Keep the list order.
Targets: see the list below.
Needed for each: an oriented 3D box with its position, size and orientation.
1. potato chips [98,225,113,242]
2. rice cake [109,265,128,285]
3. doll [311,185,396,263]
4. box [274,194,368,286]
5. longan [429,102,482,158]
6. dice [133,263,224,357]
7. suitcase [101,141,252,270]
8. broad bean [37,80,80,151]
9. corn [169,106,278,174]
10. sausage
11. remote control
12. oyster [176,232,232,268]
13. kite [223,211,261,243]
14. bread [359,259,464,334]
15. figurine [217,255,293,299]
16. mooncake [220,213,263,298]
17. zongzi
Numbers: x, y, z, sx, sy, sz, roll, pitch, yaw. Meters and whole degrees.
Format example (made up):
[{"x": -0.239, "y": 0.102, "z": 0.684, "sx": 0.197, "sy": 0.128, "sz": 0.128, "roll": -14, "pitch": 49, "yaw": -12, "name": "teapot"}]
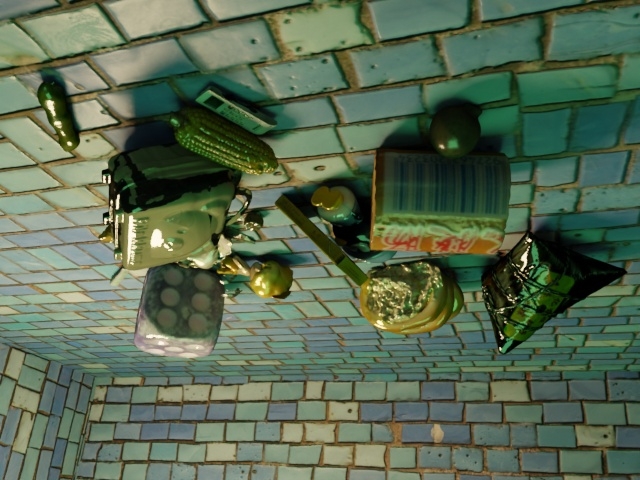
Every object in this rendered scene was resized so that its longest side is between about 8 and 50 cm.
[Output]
[{"x": -0.475, "y": -0.019, "z": 1.761, "sx": 0.407, "sy": 0.080, "sz": 0.057, "roll": 5, "pitch": 159, "yaw": 35, "name": "potato chips"}, {"x": -0.705, "y": 0.121, "z": 2.193, "sx": 0.033, "sy": 0.033, "sz": 0.208, "roll": 18, "pitch": 151, "yaw": -25, "name": "rice cake"}, {"x": 0.097, "y": -0.030, "z": 1.627, "sx": 0.177, "sy": 0.141, "sz": 0.314, "roll": 22, "pitch": 166, "yaw": 48, "name": "doll"}, {"x": 0.000, "y": 0.000, "z": 1.609, "sx": 0.041, "sy": 0.279, "sz": 0.153, "roll": -46, "pitch": 145, "yaw": -1, "name": "box"}, {"x": 0.275, "y": -0.225, "z": 1.250, "sx": 0.106, "sy": 0.106, "sz": 0.119, "roll": 29, "pitch": 106, "yaw": -42, "name": "longan"}, {"x": -0.488, "y": 0.246, "z": 2.148, "sx": 0.270, "sy": 0.270, "sz": 0.271, "roll": 11, "pitch": 154, "yaw": -17, "name": "dice"}, {"x": -0.325, "y": -0.079, "z": 1.467, "sx": 0.339, "sy": 0.194, "sz": 0.351, "roll": -14, "pitch": 158, "yaw": -26, "name": "suitcase"}, {"x": -0.561, "y": -0.259, "z": 1.345, "sx": 0.053, "sy": 0.052, "sz": 0.256, "roll": 46, "pitch": 158, "yaw": 8, "name": "broad bean"}, {"x": -0.205, "y": -0.209, "z": 1.331, "sx": 0.262, "sy": 0.097, "sz": 0.097, "roll": 24, "pitch": 148, "yaw": -32, "name": "corn"}, {"x": 0.257, "y": -0.087, "z": 1.381, "sx": 0.287, "sy": 0.233, "sz": 0.233, "roll": 1, "pitch": 155, "yaw": 2, "name": "sausage"}, {"x": -0.172, "y": -0.269, "z": 1.287, "sx": 0.166, "sy": 0.029, "sz": 0.065, "roll": 25, "pitch": 156, "yaw": -31, "name": "remote control"}, {"x": -0.359, "y": 0.017, "z": 1.846, "sx": 0.223, "sy": 0.083, "sz": 0.214, "roll": -17, "pitch": 157, "yaw": 19, "name": "oyster"}, {"x": -0.307, "y": -0.050, "z": 1.796, "sx": 0.314, "sy": 0.011, "sz": 0.335, "roll": -13, "pitch": 151, "yaw": 31, "name": "kite"}, {"x": 0.298, "y": 0.210, "z": 2.038, "sx": 0.316, "sy": 0.211, "sz": 0.270, "roll": -7, "pitch": 154, "yaw": 29, "name": "bread"}, {"x": -0.205, "y": 0.109, "z": 2.010, "sx": 0.246, "sy": 0.131, "sz": 0.156, "roll": 18, "pitch": 157, "yaw": 2, "name": "figurine"}, {"x": -0.237, "y": 0.045, "z": 1.846, "sx": 0.150, "sy": 0.057, "sz": 0.346, "roll": 5, "pitch": 135, "yaw": 4, "name": "mooncake"}, {"x": 0.670, "y": 0.129, "z": 1.811, "sx": 0.362, "sy": 0.319, "sz": 0.383, "roll": 11, "pitch": 136, "yaw": -11, "name": "zongzi"}]
